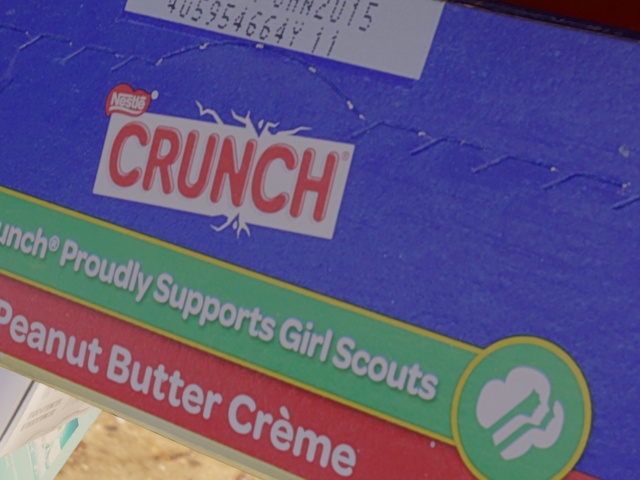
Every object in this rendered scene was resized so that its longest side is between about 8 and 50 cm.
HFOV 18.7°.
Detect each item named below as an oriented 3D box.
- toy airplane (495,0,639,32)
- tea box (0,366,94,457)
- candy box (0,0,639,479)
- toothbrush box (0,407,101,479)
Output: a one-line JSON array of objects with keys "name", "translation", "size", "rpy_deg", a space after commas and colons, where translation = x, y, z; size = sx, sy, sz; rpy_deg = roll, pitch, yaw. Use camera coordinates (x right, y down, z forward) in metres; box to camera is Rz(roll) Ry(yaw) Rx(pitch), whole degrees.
[{"name": "toy airplane", "translation": [0.237, -0.224, 0.560], "size": [0.384, 0.272, 0.386], "rpy_deg": [-1, 124, -20]}, {"name": "tea box", "translation": [-0.158, -0.147, 0.710], "size": [0.329, 0.220, 0.323], "rpy_deg": [30, 93, 3]}, {"name": "candy box", "translation": [0.073, 0.021, 0.543], "size": [0.268, 0.317, 0.122], "rpy_deg": [19, 90, 39]}, {"name": "toothbrush box", "translation": [-0.236, 0.058, 0.948], "size": [0.216, 0.295, 0.126], "rpy_deg": [10, 129, 18]}]
